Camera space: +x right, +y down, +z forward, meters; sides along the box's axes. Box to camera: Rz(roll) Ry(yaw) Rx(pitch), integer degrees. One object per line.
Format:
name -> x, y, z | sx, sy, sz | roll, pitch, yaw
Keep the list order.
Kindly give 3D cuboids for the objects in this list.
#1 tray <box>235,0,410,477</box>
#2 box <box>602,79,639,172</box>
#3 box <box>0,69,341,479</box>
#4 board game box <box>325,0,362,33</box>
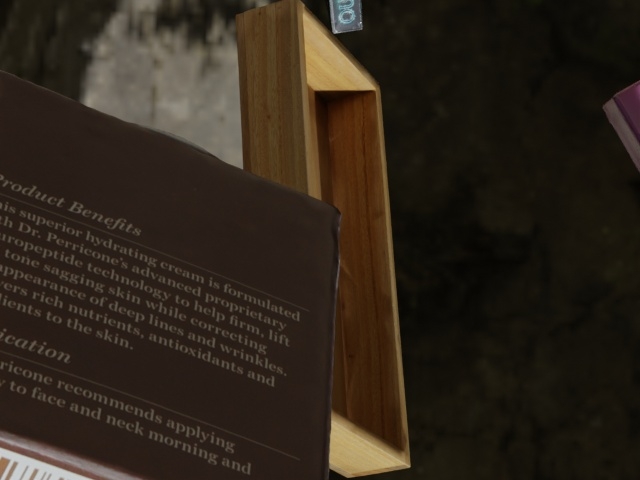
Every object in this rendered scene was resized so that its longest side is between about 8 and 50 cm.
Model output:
tray -> 0.000, 0.000, 1.633 | 0.076, 0.410, 0.203 | -14, 155, 21
box -> 0.386, -0.079, 1.376 | 0.243, 0.213, 0.117 | -29, 178, 4
box -> -0.102, 0.074, 0.705 | 0.168, 0.167, 0.203 | 22, -143, -14
board game box -> 0.006, -0.266, 1.289 | 0.026, 0.186, 0.126 | -8, -134, -2
